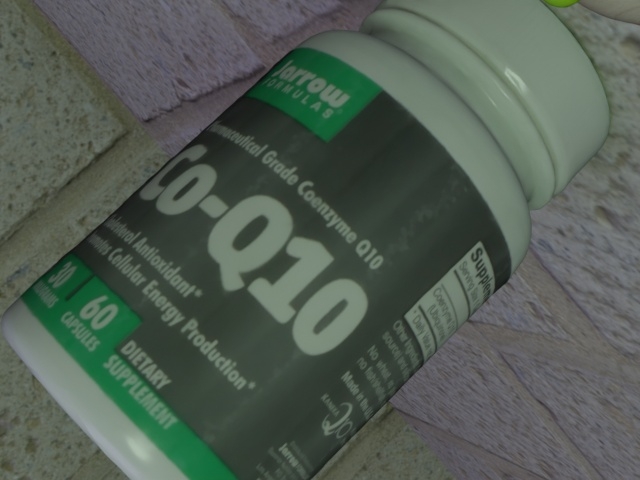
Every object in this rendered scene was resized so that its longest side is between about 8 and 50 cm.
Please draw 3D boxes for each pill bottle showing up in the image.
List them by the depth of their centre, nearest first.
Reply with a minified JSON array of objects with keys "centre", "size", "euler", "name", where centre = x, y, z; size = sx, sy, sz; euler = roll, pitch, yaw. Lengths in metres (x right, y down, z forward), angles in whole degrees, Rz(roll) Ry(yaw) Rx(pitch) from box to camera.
[{"centre":[0.000,0.000,0.675],"size":[0.204,0.361,0.204],"euler":[43,167,12],"name":"pill bottle"}]

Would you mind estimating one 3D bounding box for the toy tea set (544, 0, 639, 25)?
[{"centre":[0.162,-0.125,0.301],"size":[0.200,0.124,0.336],"euler":[43,167,13],"name":"toy tea set"}]
